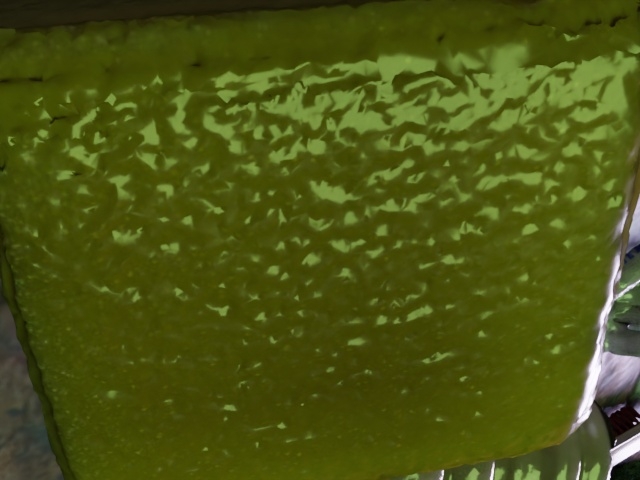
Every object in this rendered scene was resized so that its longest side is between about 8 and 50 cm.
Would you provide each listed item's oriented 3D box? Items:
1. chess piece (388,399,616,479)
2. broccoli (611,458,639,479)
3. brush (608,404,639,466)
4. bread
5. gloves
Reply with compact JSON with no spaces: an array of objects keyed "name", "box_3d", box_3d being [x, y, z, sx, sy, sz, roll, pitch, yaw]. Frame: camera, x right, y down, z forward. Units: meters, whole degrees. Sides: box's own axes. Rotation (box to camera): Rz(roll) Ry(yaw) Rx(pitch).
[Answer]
[{"name":"chess piece","box_3d":[0.137,0.203,0.875,0.261,0.143,0.143,5,125,-29]},{"name":"broccoli","box_3d":[0.477,0.421,1.239,0.294,0.265,0.245,52,53,-43]},{"name":"brush","box_3d":[0.404,0.221,1.133,0.321,0.050,0.060,-15,133,-34]},{"name":"bread","box_3d":[0.000,0.000,0.510,0.333,0.143,0.323,-6,128,-9]},{"name":"gloves","box_3d":[0.238,0.072,0.834,0.229,0.097,0.119,-21,142,-11]}]
